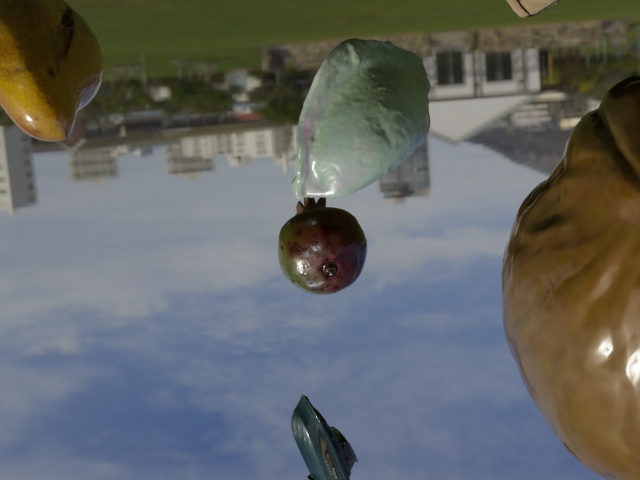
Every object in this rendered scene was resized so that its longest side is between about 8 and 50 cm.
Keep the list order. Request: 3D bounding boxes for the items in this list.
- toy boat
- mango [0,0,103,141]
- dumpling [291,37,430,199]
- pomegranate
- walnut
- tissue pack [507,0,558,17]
[{"bbox_3d":[0.000,0.225,1.142,0.060,0.141,0.055,-31,-148,-17],"label":"toy boat"},{"bbox_3d":[-0.359,-0.238,1.335,0.120,0.177,0.295,-41,-149,9],"label":"mango"},{"bbox_3d":[0.036,-0.138,1.147,0.217,0.149,0.105,-41,-169,-21],"label":"dumpling"},{"bbox_3d":[0.007,0.001,1.462,0.129,0.129,0.159,-1,-140,20],"label":"pomegranate"},{"bbox_3d":[0.307,0.026,0.666,0.398,0.354,0.308,13,-151,-43],"label":"walnut"},{"bbox_3d":[0.212,-0.437,1.069,0.238,0.305,0.238,-30,-146,23],"label":"tissue pack"}]
